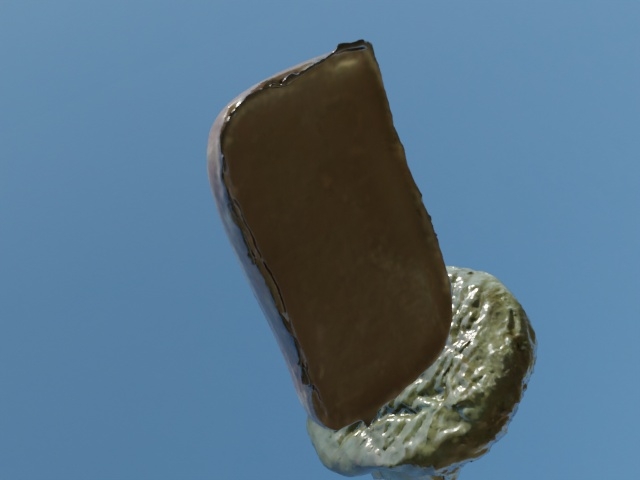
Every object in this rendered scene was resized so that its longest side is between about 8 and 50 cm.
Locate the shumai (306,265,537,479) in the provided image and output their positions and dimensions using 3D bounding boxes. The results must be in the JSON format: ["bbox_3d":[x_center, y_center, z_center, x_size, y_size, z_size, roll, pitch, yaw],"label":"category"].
[{"bbox_3d":[0.134,0.162,1.031,0.203,0.271,0.222,31,-131,-38],"label":"shumai"}]

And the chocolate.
[{"bbox_3d":[-0.001,-0.001,0.715,0.161,0.083,0.262,-29,-69,-31],"label":"chocolate"}]
